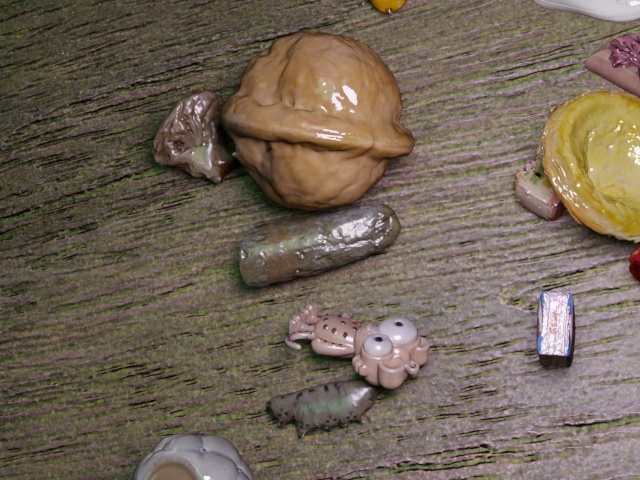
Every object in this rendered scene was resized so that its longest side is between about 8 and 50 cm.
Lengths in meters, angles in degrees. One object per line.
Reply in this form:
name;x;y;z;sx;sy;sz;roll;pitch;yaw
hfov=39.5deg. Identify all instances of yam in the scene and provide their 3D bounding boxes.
yam;0.000;0.000;1.814;0.330;0.133;0.133;-15;69;8

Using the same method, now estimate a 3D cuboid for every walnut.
walnut;-0.008;-0.239;1.764;0.383;0.383;0.383;-5;72;16

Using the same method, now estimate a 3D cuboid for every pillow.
pillow;0.011;0.328;1.748;0.241;0.051;0.093;-14;70;10

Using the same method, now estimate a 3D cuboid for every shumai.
shumai;-0.255;-0.216;1.950;0.175;0.166;0.206;42;114;15

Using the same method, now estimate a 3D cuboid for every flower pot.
flower pot;-0.245;0.486;1.700;0.246;0.195;0.246;-5;71;15

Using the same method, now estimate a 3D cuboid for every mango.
mango;0.146;-0.577;1.983;0.101;0.066;0.187;-22;63;18

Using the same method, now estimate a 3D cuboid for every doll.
doll;0.068;0.198;1.727;0.278;0.154;0.119;14;123;21

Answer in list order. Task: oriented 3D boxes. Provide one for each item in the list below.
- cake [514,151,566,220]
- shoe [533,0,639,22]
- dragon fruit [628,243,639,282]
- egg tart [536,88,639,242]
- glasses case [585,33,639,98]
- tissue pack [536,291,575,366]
cake;0.475;-0.139;1.756;0.109;0.090;0.225;36;68;24
shoe;0.554;-0.515;1.812;0.265;0.110;0.095;10;76;23
dragon fruit;0.634;0.040;1.631;0.162;0.083;0.106;27;72;-3
egg tart;0.534;-0.130;1.644;0.315;0.120;0.315;5;70;-13
glasses case;0.632;-0.345;1.754;0.193;0.070;0.102;38;86;24
tissue pack;0.426;0.162;1.613;0.065;0.155;0.115;1;75;18
